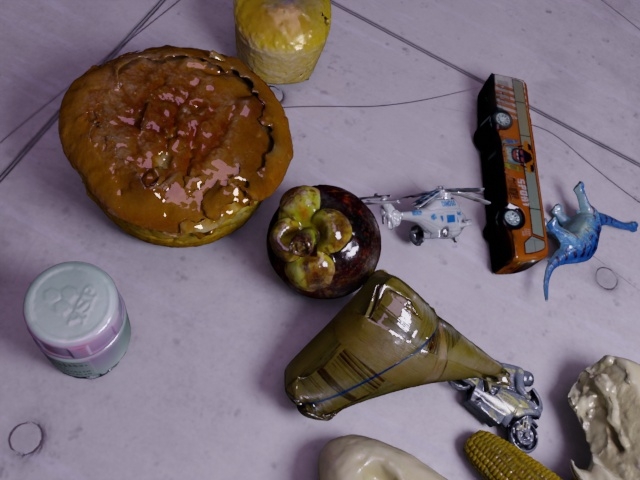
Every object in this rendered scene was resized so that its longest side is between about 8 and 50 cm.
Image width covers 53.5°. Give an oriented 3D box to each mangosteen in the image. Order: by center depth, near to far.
[{"bbox_3d":[0.000,0.000,1.016,0.192,0.217,0.192,-1,85,10],"label":"mangosteen"}]

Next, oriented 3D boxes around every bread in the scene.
[{"bbox_3d":[-0.229,-0.152,1.050,0.336,0.204,0.358,-33,72,-20],"label":"bread"},{"bbox_3d":[-0.075,-0.404,1.211,0.197,0.170,0.197,5,63,-9],"label":"bread"}]

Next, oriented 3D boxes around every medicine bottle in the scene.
[{"bbox_3d":[-0.346,0.117,0.917,0.135,0.168,0.135,5,65,-10],"label":"medicine bottle"}]

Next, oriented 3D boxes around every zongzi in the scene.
[{"bbox_3d":[0.117,0.219,0.992,0.289,0.123,0.260,42,92,-14],"label":"zongzi"}]

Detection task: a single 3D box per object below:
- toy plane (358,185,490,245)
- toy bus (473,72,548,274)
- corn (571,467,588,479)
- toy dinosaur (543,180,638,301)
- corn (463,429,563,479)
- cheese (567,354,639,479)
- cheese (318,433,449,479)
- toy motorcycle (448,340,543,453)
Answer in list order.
[{"bbox_3d":[0.188,-0.040,1.083,0.181,0.273,0.108,-3,93,20],"label":"toy plane"},{"bbox_3d":[0.360,-0.133,1.221,0.092,0.093,0.409,7,66,-11],"label":"toy bus"},{"bbox_3d":[0.385,0.456,0.963,0.080,0.080,0.238,33,65,4],"label":"corn"},{"bbox_3d":[0.480,-0.018,1.204,0.329,0.076,0.144,-28,81,-32],"label":"toy dinosaur"},{"bbox_3d":[0.321,0.372,0.954,0.080,0.080,0.231,-36,48,-24],"label":"corn"},{"bbox_3d":[0.498,0.317,0.983,0.233,0.127,0.266,25,39,-17],"label":"cheese"},{"bbox_3d":[0.109,0.474,0.870,0.350,0.130,0.329,27,67,6],"label":"cheese"},{"bbox_3d":[0.300,0.248,1.051,0.193,0.061,0.124,45,62,11],"label":"toy motorcycle"}]
